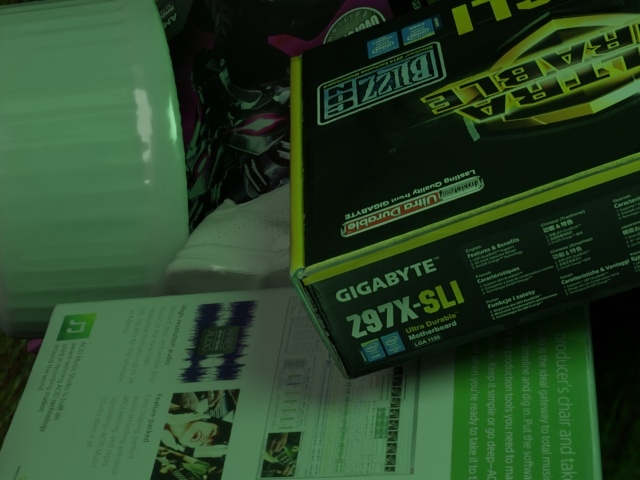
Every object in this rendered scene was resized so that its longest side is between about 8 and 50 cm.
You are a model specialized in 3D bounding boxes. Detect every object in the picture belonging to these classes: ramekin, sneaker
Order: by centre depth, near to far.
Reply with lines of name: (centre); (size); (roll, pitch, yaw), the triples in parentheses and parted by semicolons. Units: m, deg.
sneaker: (0.000, 0.000, 0.789); (0.212, 0.080, 0.094); (4, 53, 33)
ramekin: (-0.190, -0.054, 0.946); (0.277, 0.135, 0.277); (174, 90, -74)

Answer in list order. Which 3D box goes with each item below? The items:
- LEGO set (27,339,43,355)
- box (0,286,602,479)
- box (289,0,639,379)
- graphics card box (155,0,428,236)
LEGO set: (-0.279, 0.005, 1.131); (0.093, 0.087, 0.227); (-33, 52, 25)
box: (-0.015, 0.119, 0.650); (0.322, 0.058, 0.232); (-5, 40, 13)
box: (0.144, -0.075, 0.675); (0.322, 0.079, 0.257); (-19, 29, 11)
graphics card box: (-0.008, -0.083, 0.937); (0.233, 0.094, 0.371); (-33, 52, 24)
